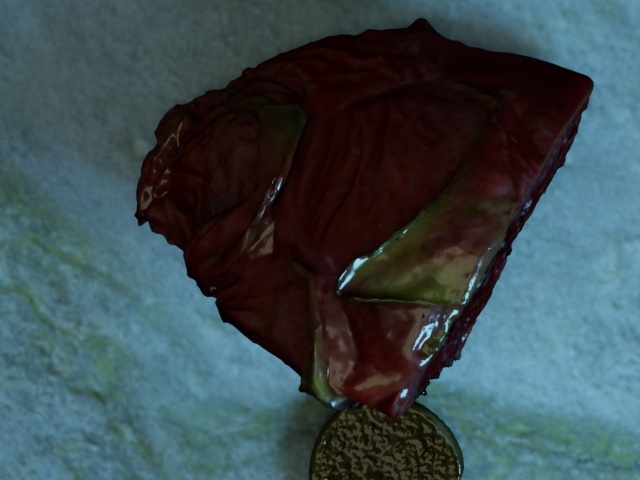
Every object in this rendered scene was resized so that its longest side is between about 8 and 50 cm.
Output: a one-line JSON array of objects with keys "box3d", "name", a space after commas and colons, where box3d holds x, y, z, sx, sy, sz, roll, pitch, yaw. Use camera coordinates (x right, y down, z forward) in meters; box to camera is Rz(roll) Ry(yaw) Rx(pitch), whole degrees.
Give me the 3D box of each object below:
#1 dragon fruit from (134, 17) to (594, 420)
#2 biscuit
[{"box3d": [0.000, 0.000, 1.180, 0.330, 0.302, 0.240, 12, 132, 24], "name": "dragon fruit"}, {"box3d": [0.061, 0.201, 1.256, 0.124, 0.026, 0.175, -25, 92, 14], "name": "biscuit"}]
